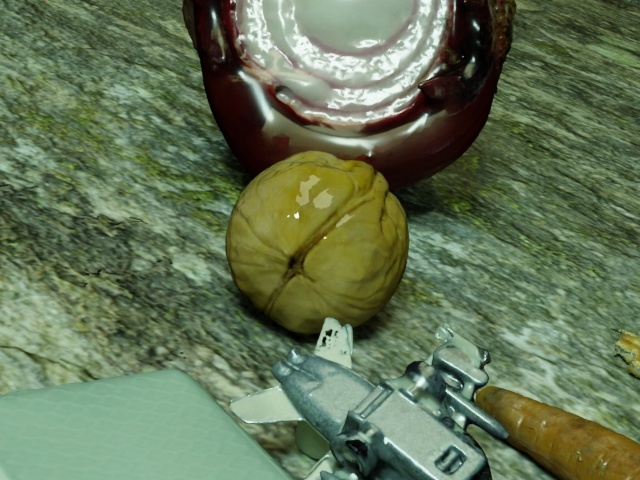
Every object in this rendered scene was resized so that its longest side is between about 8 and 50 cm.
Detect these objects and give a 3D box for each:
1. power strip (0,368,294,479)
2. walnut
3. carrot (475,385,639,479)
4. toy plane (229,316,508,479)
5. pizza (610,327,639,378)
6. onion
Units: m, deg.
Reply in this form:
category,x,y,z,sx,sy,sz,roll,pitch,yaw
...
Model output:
category,x,y,z,sx,sy,sz,roll,pitch,yaw
power strip,-0.104,0.148,0.619,0.139,0.140,0.224,-6,29,-35
walnut,0.000,0.000,1.036,0.144,0.144,0.180,13,19,-1
carrot,0.180,0.148,0.889,0.061,0.061,0.210,-7,26,-40
toy plane,0.073,0.142,0.799,0.262,0.088,0.192,30,55,29
pizza,0.263,0.098,1.099,0.037,0.016,0.083,5,27,-22
onion,0.033,-0.208,1.285,0.341,0.341,0.341,11,22,-5
